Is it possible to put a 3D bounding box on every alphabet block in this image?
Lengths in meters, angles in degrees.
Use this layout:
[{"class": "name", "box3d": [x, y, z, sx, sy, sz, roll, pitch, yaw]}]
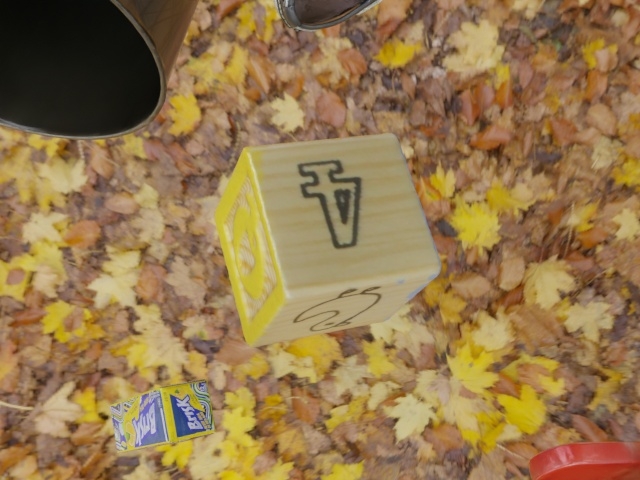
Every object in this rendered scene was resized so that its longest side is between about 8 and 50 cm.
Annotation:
[{"class": "alphabet block", "box3d": [0.000, 0.000, 1.004, 0.197, 0.192, 0.193, -9, 68, -22]}]

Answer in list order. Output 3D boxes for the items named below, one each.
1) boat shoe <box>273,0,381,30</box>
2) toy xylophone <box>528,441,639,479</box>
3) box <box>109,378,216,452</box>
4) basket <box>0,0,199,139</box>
[{"class": "boat shoe", "box3d": [0.065, -0.265, 0.764, 0.233, 0.079, 0.084, -30, 108, 4]}, {"class": "toy xylophone", "box3d": [0.156, 0.190, 0.508, 0.236, 0.322, 0.081, 9, 54, -24]}, {"class": "box", "box3d": [-0.174, 0.192, 0.891, 0.054, 0.169, 0.059, -5, 77, -33]}, {"class": "basket", "box3d": [-0.130, -0.191, 0.449, 0.205, 0.154, 0.226, 9, 59, 21]}]
